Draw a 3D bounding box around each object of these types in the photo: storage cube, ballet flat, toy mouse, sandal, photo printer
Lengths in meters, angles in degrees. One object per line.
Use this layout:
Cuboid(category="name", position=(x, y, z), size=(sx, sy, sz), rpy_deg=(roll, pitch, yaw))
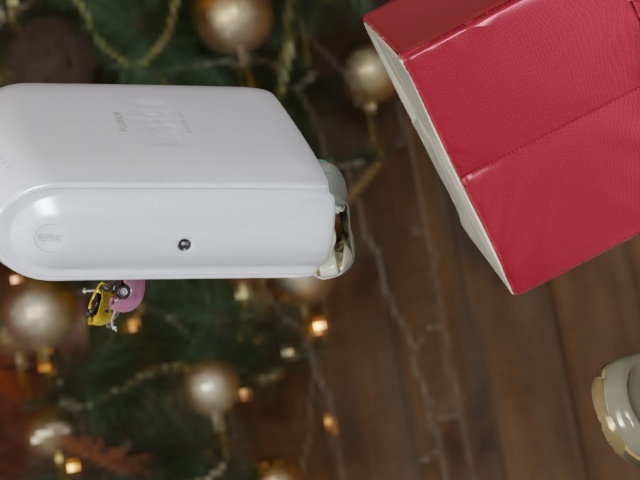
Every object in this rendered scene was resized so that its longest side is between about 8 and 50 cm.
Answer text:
Cuboid(category="storage cube", position=(0.161, -0.104, 1.173), size=(0.193, 0.184, 0.215), rpy_deg=(-27, -163, 1))
Cuboid(category="ballet flat", position=(0.000, 0.000, 1.750), size=(0.072, 0.068, 0.213), rpy_deg=(-11, 148, -1))
Cuboid(category="toy mouse", position=(-0.197, 0.031, 1.772), size=(0.031, 0.143, 0.161), rpy_deg=(23, -163, -19))
Cuboid(category="sandal", position=(0.204, 0.065, 0.817), size=(0.180, 0.072, 0.049), rpy_deg=(-8, 156, -37))
Cuboid(category="photo printer", position=(-0.166, -0.057, 1.523), size=(0.307, 0.107, 0.256), rpy_deg=(0, -154, -16))
